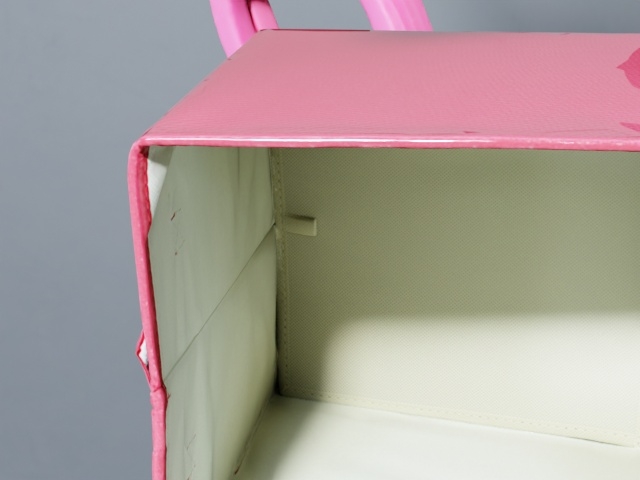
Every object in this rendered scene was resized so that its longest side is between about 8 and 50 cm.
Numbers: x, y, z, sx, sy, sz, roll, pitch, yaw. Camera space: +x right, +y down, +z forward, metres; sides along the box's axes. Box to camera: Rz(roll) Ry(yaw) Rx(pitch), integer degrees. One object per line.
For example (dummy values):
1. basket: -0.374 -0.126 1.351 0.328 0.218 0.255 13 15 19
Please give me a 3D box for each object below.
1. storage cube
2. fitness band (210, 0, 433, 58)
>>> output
1. storage cube: 0.049 0.025 0.550 0.215 0.193 0.184 1 109 9
2. fitness band: 0.010 -0.150 1.185 0.209 0.054 0.291 5 127 48
